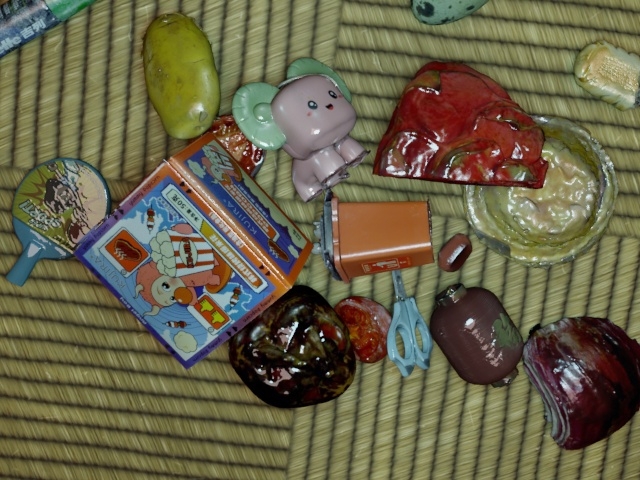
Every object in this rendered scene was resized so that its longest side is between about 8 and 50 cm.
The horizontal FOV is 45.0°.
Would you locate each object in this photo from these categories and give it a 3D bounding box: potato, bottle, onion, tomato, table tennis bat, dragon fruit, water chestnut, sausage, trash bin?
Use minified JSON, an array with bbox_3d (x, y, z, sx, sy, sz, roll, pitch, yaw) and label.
[{"bbox_3d":[-0.296,-0.349,1.634,0.173,0.140,0.300,-42,58,43],"label":"potato"},{"bbox_3d":[-0.639,-0.480,1.665,0.330,0.093,0.093,-28,97,5],"label":"bottle"},{"bbox_3d":[0.622,0.313,1.743,0.280,0.146,0.314,-26,93,1],"label":"onion"},{"bbox_3d":[-0.193,-0.197,1.703,0.174,0.082,0.166,-21,102,12],"label":"tomato"},{"bbox_3d":[0.111,0.194,1.750,0.139,0.091,0.159,-31,81,47],"label":"tomato"},{"bbox_3d":[-0.613,-0.037,1.762,0.215,0.044,0.329,35,96,-5],"label":"table tennis bat"},{"bbox_3d":[0.295,-0.231,1.562,0.329,0.228,0.286,19,98,32],"label":"dragon fruit"},{"bbox_3d":[-0.057,0.246,1.674,0.289,0.244,0.289,1,126,1],"label":"water chestnut"},{"bbox_3d":[0.304,0.029,1.746,0.059,0.054,0.094,31,99,-40],"label":"sausage"},{"bbox_3d":[0.124,-0.020,1.666,0.239,0.161,0.184,-7,69,9],"label":"trash bin"}]

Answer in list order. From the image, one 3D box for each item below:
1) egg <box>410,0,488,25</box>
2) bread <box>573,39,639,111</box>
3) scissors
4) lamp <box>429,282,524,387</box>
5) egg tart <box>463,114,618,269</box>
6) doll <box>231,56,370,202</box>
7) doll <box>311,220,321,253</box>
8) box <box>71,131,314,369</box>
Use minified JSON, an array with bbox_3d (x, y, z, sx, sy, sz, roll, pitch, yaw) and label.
[{"bbox_3d":[0.277,-0.549,1.599,0.177,0.177,0.228,42,110,-5],"label":"egg"},{"bbox_3d":[0.631,-0.358,1.666,0.177,0.084,0.119,27,97,-3],"label":"bread"},{"bbox_3d":[0.183,0.119,1.736,0.029,0.191,0.360,-13,83,34],"label":"scissors"},{"bbox_3d":[0.348,0.206,1.721,0.180,0.180,0.258,-32,95,6],"label":"lamp"},{"bbox_3d":[0.485,-0.102,1.681,0.352,0.150,0.351,0,95,0],"label":"egg tart"},{"bbox_3d":[-0.035,-0.244,1.645,0.284,0.216,0.268,-32,83,-32],"label":"doll"},{"bbox_3d":[0.006,-0.002,1.757,0.058,0.040,0.085,14,99,9],"label":"doll"},{"bbox_3d":[-0.258,0.020,1.611,0.318,0.257,0.348,-38,99,22],"label":"box"}]
